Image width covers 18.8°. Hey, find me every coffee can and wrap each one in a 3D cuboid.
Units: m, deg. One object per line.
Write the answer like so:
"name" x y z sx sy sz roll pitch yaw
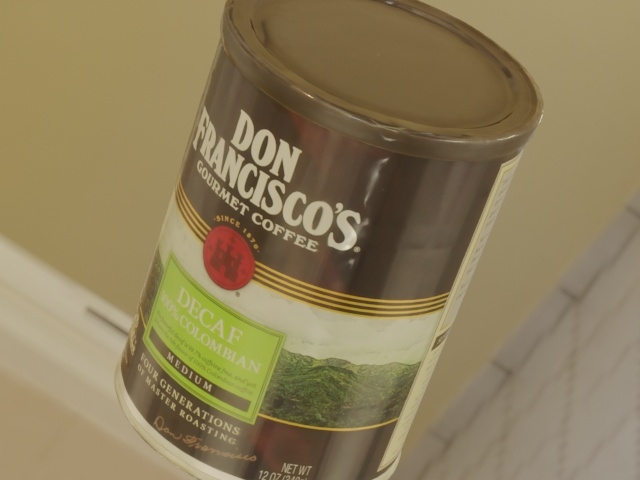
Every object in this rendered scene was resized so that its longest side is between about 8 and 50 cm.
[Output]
"coffee can" 0.000 0.000 1.223 0.201 0.201 0.275 -72 1 -61
